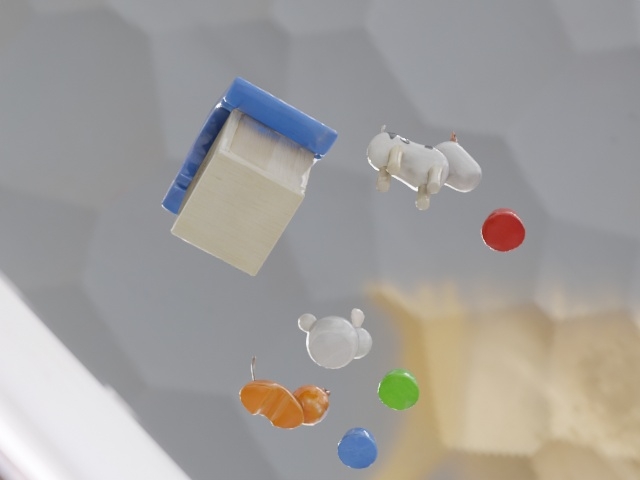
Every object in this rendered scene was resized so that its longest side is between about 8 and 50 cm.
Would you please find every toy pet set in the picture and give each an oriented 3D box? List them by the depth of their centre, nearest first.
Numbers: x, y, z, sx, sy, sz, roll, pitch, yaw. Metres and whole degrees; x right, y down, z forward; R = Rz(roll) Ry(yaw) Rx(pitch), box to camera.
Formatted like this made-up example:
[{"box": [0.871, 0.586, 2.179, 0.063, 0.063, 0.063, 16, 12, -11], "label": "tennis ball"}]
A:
[{"box": [0.000, 0.000, 0.696, 0.122, 0.114, 0.065, -57, 9, 27], "label": "toy pet set"}]
